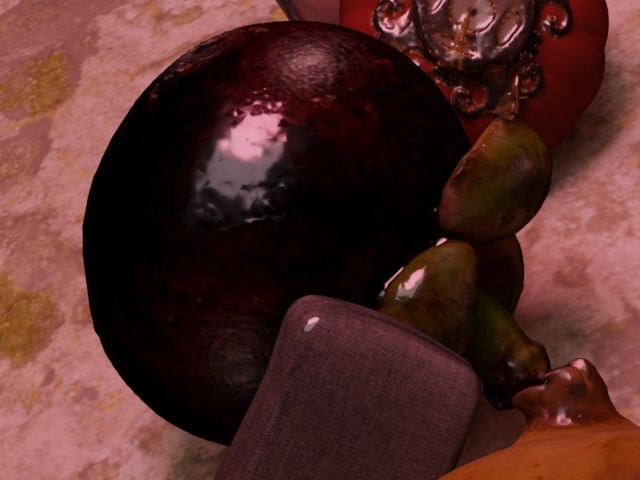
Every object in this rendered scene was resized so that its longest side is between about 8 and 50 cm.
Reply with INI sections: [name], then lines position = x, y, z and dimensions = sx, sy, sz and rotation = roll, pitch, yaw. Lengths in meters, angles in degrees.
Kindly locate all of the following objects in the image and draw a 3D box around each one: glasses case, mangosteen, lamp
[glasses case]
position = -0.017, 0.198, 0.898
dimensions = 0.323, 0.131, 0.074
rotation = -66, 15, 5
[mangosteen]
position = -0.011, -0.002, 1.042
dimensions = 0.330, 0.330, 0.330
rotation = -15, 45, 16
[lamp]
position = 0.124, -0.166, 1.199
dimensions = 0.226, 0.227, 0.227
rotation = -15, 45, 16

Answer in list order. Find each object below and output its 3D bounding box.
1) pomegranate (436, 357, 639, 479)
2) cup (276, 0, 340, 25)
[pomegranate]
position = 0.151, 0.235, 0.767
dimensions = 0.307, 0.307, 0.307
rotation = -15, 45, 16
[cup]
position = 0.043, -0.282, 1.377
dimensions = 0.200, 0.191, 0.253
rotation = -35, 14, 0
